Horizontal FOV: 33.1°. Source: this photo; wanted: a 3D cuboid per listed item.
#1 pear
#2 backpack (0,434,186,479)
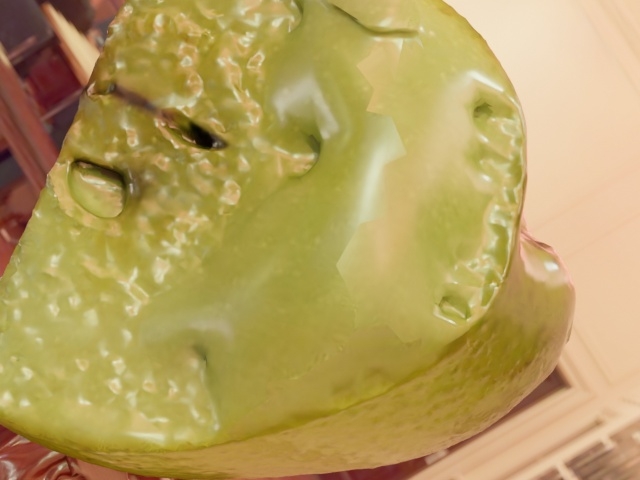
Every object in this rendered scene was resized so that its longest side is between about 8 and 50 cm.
[{"bbox_3d":[0.000,0.000,0.656,0.318,0.342,0.238,18,-11,17],"label":"pear"},{"bbox_3d":[-0.161,0.231,0.785,0.229,0.229,0.139,58,-16,-7],"label":"backpack"}]
